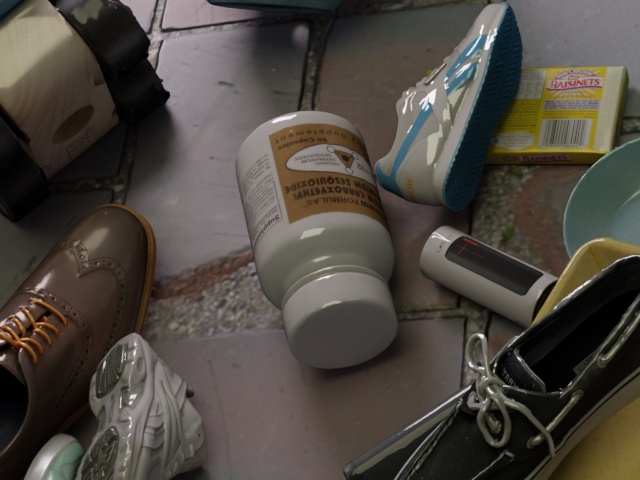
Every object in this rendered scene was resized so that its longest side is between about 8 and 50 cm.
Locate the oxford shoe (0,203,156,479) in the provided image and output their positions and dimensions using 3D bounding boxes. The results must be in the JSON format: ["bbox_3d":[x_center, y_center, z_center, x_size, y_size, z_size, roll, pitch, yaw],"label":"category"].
[{"bbox_3d":[-0.262,0.108,1.708,0.130,0.133,0.364,24,68,8],"label":"oxford shoe"}]

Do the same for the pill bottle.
[{"bbox_3d":[0.000,0.000,1.703,0.131,0.131,0.229,-20,51,8],"label":"pill bottle"}]

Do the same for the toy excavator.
[{"bbox_3d":[-0.386,-0.246,1.961,0.222,0.433,0.445,-40,79,-9],"label":"toy excavator"}]

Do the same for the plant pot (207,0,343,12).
[{"bbox_3d":[-0.047,-0.343,1.912,0.290,0.290,0.195,5,94,26],"label":"plant pot"}]

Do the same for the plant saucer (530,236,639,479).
[{"bbox_3d":[0.284,0.183,1.457,0.332,0.081,0.333,18,67,40],"label":"plant saucer"}]

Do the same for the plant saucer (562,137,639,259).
[{"bbox_3d":[0.319,-0.013,1.643,0.195,0.037,0.195,-11,51,14],"label":"plant saucer"}]

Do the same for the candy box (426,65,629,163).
[{"bbox_3d":[0.195,-0.122,1.780,0.206,0.027,0.105,1,56,23],"label":"candy box"}]

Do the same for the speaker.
[{"bbox_3d":[0.158,0.035,1.662,0.136,0.055,0.055,28,69,36],"label":"speaker"}]

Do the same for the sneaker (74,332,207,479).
[{"bbox_3d":[-0.150,0.190,1.632,0.090,0.115,0.232,-41,29,34],"label":"sneaker"}]

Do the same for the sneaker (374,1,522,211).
[{"bbox_3d":[0.128,-0.139,1.747,0.092,0.087,0.229,11,63,30],"label":"sneaker"}]

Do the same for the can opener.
[{"bbox_3d":[0.056,0.219,1.571,0.280,0.074,0.093,-38,85,-5],"label":"can opener"}]

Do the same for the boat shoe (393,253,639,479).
[{"bbox_3d":[0.162,0.129,1.446,0.306,0.105,0.113,-36,44,3],"label":"boat shoe"}]

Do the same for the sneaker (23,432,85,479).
[{"bbox_3d":[-0.204,0.286,1.617,0.151,0.094,0.256,8,42,1],"label":"sneaker"}]
